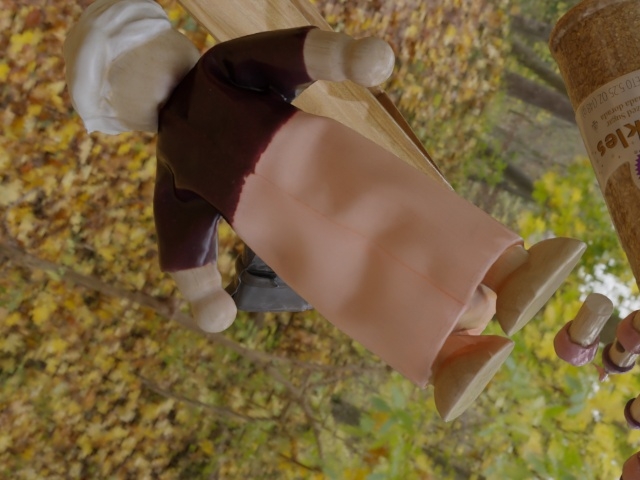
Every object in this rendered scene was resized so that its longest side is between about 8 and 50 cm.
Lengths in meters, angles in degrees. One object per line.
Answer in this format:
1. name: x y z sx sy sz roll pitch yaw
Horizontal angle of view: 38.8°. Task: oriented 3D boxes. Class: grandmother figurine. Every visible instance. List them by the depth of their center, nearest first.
1. grandmother figurine: -0.029 -0.037 0.547 0.207 0.342 0.104 -55 161 10

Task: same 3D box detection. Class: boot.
1. boot: 0.000 0.000 1.172 0.229 0.263 0.091 93 -11 -45

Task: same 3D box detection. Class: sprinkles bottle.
1. sprinkles bottle: 0.309 -0.052 0.804 0.121 0.121 0.355 84 -6 -67

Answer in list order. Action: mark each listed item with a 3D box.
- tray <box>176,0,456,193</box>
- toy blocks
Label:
1. tray: -0.024 -0.187 0.895 0.076 0.202 0.411 -37 136 11
2. toy blocks: 0.532 0.235 1.354 0.260 0.309 0.288 99 -24 -51
